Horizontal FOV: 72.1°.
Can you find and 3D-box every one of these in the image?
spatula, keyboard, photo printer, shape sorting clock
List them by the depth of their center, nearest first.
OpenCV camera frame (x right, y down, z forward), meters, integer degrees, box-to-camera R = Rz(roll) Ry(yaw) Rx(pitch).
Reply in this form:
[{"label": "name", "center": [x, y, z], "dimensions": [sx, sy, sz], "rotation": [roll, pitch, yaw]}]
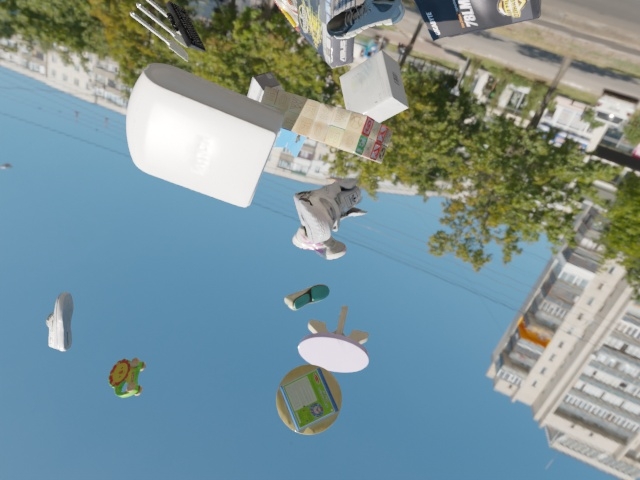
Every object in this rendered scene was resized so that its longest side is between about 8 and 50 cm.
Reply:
[{"label": "photo printer", "center": [-0.263, -0.224, 0.961], "dimensions": [0.307, 0.256, 0.107], "rotation": [20, -135, -13]}, {"label": "shape sorting clock", "center": [-0.035, 0.494, 1.375], "dimensions": [0.206, 0.206, 0.040], "rotation": [25, 166, 14]}, {"label": "keyboard", "center": [-0.440, -0.692, 1.415], "dimensions": [0.108, 0.023, 0.180], "rotation": [-11, -111, -56]}, {"label": "spatula", "center": [-0.576, -0.788, 1.611], "dimensions": [0.242, 0.019, 0.168], "rotation": [30, -128, -44]}]

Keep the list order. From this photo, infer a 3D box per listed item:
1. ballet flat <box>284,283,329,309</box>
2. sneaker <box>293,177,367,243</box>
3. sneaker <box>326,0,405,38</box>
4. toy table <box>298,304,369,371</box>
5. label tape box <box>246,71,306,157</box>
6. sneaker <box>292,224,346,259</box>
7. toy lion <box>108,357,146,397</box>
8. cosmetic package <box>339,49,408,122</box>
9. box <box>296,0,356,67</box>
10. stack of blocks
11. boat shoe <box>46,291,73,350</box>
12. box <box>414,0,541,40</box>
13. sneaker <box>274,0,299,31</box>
[{"label": "ballet flat", "center": [-0.065, 0.251, 2.017], "dimensions": [0.086, 0.086, 0.248], "rotation": [35, -149, 33]}, {"label": "sneaker", "center": [0.040, -0.104, 1.326], "dimensions": [0.210, 0.137, 0.366], "rotation": [-18, -164, -4]}, {"label": "sneaker", "center": [0.114, -0.645, 1.218], "dimensions": [0.228, 0.086, 0.132], "rotation": [-11, 173, 15]}, {"label": "toy table", "center": [0.061, 0.402, 1.762], "dimensions": [0.274, 0.252, 0.161], "rotation": [23, -149, -5]}, {"label": "label tape box", "center": [-0.209, -0.558, 2.018], "dimensions": [0.106, 0.241, 0.334], "rotation": [-28, -102, -30]}, {"label": "sneaker", "center": [0.000, 0.000, 1.983], "dimensions": [0.252, 0.111, 0.103], "rotation": [18, -131, 1]}, {"label": "toy lion", "center": [-0.481, 0.337, 1.080], "dimensions": [0.096, 0.034, 0.100], "rotation": [-21, -131, 13]}, {"label": "cosmetic package", "center": [0.221, -0.626, 1.852], "dimensions": [0.138, 0.224, 0.224], "rotation": [8, -113, -49]}, {"label": "box", "center": [0.012, -0.815, 1.415], "dimensions": [0.097, 0.395, 0.318], "rotation": [-20, -128, -15]}, {"label": "stack of blocks", "center": [0.010, -0.290, 1.103], "dimensions": [0.297, 0.087, 0.171], "rotation": [25, -167, 26]}, {"label": "boat shoe", "center": [-0.941, 0.291, 1.571], "dimensions": [0.075, 0.226, 0.083], "rotation": [8, -169, -4]}, {"label": "box", "center": [0.386, -0.657, 1.118], "dimensions": [0.293, 0.073, 0.295], "rotation": [0, 162, 31]}, {"label": "sneaker", "center": [-0.126, -0.950, 1.746], "dimensions": [0.225, 0.092, 0.088], "rotation": [49, -165, -18]}]
